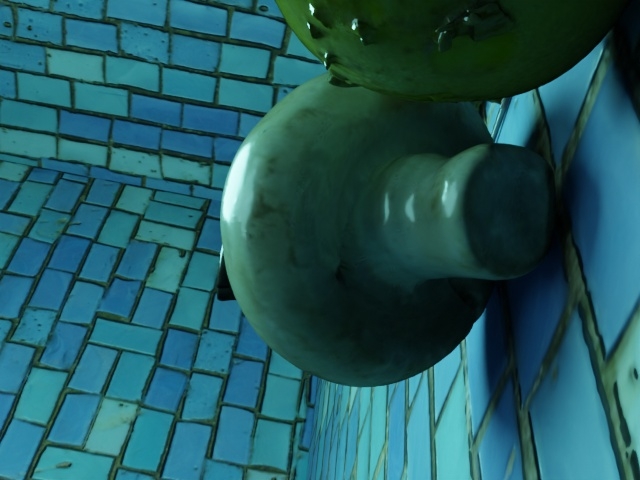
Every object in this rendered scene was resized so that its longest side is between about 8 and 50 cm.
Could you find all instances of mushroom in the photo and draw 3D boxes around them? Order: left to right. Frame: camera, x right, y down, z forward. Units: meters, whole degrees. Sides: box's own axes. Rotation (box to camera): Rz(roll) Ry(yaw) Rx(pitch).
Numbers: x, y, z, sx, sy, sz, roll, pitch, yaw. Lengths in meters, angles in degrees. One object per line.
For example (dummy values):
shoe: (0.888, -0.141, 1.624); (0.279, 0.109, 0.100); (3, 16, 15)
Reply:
mushroom: (0.061, -0.010, 0.645); (0.243, 0.243, 0.243); (-169, 90, -88)

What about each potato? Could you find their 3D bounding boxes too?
potato: (0.086, -0.220, 0.531); (0.359, 0.219, 0.270); (-68, 0, -64)

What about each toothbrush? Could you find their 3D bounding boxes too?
toothbrush: (0.158, -0.116, 0.786); (0.008, 0.006, 0.097); (-80, 2, -54)

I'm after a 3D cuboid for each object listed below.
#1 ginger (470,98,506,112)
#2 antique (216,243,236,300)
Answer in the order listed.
ginger: (0.122, -0.270, 0.763); (0.080, 0.166, 0.333); (-37, -42, -57)
antique: (0.000, 0.000, 1.207); (0.322, 0.255, 0.185); (-90, 6, -54)
